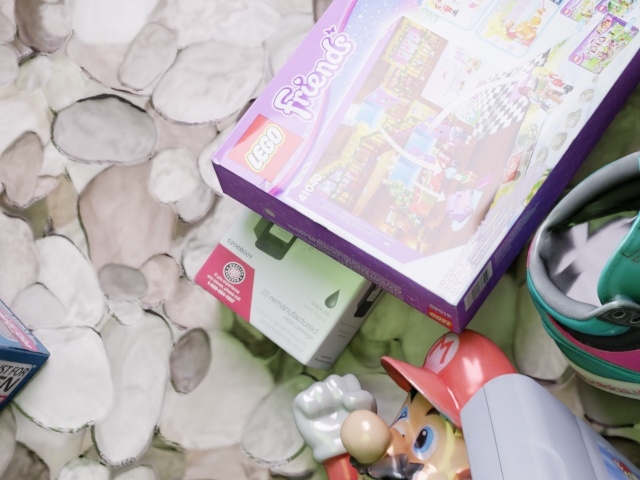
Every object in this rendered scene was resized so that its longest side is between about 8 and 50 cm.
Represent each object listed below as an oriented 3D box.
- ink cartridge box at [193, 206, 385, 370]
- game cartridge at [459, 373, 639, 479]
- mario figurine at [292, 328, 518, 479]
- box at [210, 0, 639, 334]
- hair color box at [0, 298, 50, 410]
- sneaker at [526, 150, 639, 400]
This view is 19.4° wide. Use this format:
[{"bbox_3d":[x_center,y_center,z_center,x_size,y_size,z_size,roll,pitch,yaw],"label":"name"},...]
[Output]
[{"bbox_3d":[0.000,0.000,1.334,0.109,0.063,0.150,36,93,19],"label":"ink cartridge box"},{"bbox_3d":[0.207,0.208,1.131,0.297,0.198,0.062,42,106,-12],"label":"game cartridge"},{"bbox_3d":[0.020,0.197,1.245,0.198,0.170,0.320,30,93,21],"label":"mario figurine"},{"bbox_3d":[0.092,-0.107,1.279,0.201,0.057,0.293,32,73,20],"label":"box"},{"bbox_3d":[-0.387,0.150,1.408,0.347,0.105,0.174,-47,72,6],"label":"hair color box"},{"bbox_3d":[0.246,0.023,1.130,0.296,0.178,0.123,0,61,36],"label":"sneaker"}]
